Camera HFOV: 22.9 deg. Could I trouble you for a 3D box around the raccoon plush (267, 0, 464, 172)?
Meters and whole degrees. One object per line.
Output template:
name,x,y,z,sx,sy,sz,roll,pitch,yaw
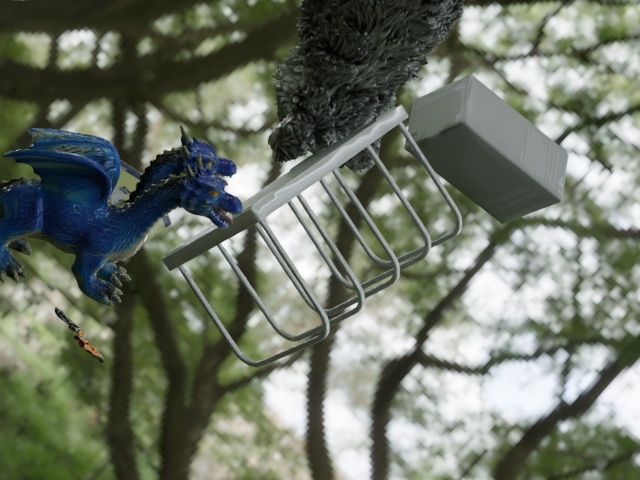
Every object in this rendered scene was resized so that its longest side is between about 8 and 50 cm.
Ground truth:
raccoon plush,0.065,-0.225,1.889,0.216,0.299,0.446,11,1,-15

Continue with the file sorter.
file sorter,0.000,0.000,1.843,0.193,0.277,0.173,-28,-84,50

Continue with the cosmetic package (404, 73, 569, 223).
cosmetic package,0.252,-0.135,2.383,0.127,0.107,0.238,-20,-46,41

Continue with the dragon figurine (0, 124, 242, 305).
dragon figurine,-0.206,-0.040,1.248,0.289,0.144,0.085,16,19,-1

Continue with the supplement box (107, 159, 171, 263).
supplement box,-0.214,-0.030,1.616,0.083,0.083,0.056,31,-32,43

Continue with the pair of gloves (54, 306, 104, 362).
pair of gloves,-0.303,0.118,1.986,0.083,0.010,0.074,46,-4,28
